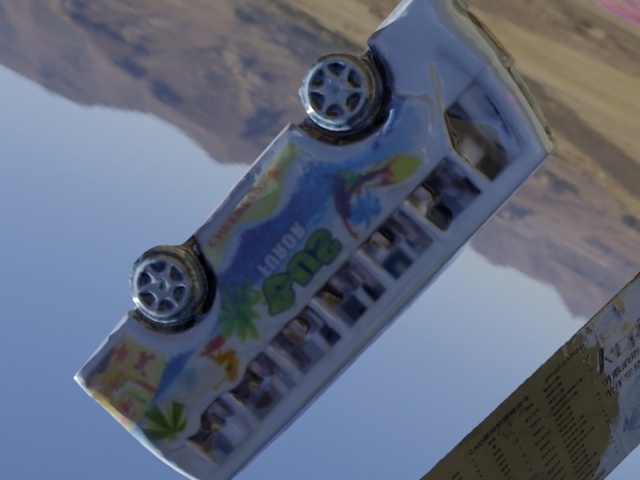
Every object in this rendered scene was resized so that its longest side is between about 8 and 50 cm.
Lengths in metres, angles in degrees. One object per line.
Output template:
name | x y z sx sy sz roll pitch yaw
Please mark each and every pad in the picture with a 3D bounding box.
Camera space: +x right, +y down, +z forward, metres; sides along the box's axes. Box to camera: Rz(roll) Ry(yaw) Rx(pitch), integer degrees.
pad | 0.136 0.131 0.727 0.009 0.265 0.159 39 165 41

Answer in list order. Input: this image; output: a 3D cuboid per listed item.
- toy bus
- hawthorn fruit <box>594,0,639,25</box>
toy bus | 0.000 0.000 0.745 0.136 0.329 0.109 45 -165 7
hawthorn fruit | 0.259 -0.296 0.864 0.308 0.324 0.308 1 167 0
